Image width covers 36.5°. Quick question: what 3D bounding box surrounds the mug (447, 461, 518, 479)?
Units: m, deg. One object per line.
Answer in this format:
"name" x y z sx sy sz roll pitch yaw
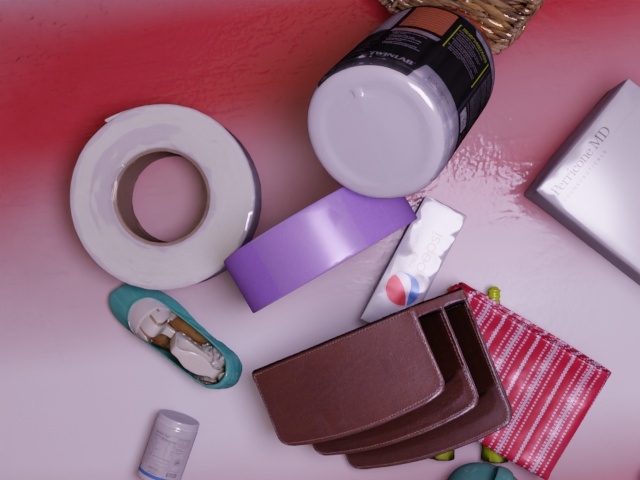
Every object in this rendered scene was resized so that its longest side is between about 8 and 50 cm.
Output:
"mug" 0.255 0.392 1.451 0.158 0.097 0.129 -27 111 42

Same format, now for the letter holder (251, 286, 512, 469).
"letter holder" 0.088 0.226 1.381 0.302 0.152 0.214 -26 82 35

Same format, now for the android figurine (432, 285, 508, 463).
"android figurine" 0.233 0.205 1.498 0.248 0.056 0.272 4 92 4

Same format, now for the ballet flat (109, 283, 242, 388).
"ballet flat" -0.228 0.146 1.507 0.247 0.087 0.083 35 92 3

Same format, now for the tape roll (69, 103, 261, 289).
"tape roll" -0.236 -0.067 1.500 0.286 0.100 0.286 0 91 4

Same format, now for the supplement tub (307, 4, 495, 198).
"supplement tub" 0.124 -0.202 1.319 0.194 0.316 0.193 12 122 20

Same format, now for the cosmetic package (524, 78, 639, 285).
"cosmetic package" 0.519 -0.034 1.428 0.385 0.156 0.217 37 94 2

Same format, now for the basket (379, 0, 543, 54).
"basket" 0.212 -0.436 1.477 0.299 0.223 0.213 33 125 3

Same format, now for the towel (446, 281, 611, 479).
"towel" 0.270 0.209 1.452 0.275 0.031 0.199 30 95 2

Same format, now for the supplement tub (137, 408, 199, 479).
"supplement tub" -0.238 0.326 1.516 0.071 0.071 0.107 19 90 3

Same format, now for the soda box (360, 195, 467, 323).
"soda box" 0.142 0.041 1.494 0.074 0.069 0.216 28 92 3

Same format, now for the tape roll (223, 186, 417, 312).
"tape roll" 0.000 0.000 1.399 0.275 0.275 0.090 -29 88 3
